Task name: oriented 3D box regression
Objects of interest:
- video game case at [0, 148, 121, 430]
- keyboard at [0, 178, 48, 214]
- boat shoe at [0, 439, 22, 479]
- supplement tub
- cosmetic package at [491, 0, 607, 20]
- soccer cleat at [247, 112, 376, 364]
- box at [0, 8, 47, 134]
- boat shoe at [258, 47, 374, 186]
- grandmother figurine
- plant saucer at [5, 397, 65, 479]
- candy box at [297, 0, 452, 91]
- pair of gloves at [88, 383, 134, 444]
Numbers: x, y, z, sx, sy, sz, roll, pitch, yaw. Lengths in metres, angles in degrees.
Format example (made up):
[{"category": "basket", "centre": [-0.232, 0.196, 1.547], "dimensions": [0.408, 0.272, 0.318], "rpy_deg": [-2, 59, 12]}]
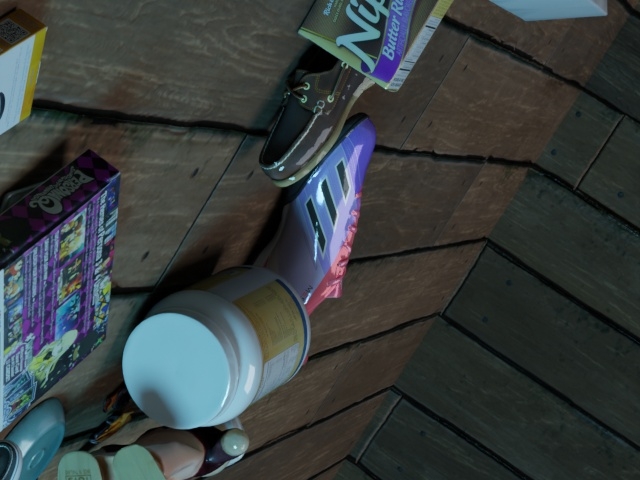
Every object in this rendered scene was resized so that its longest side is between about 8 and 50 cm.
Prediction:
[{"category": "video game case", "centre": [-0.246, 0.065, 1.260], "dimensions": [0.210, 0.042, 0.232], "rpy_deg": [-41, 159, -33]}, {"category": "keyboard", "centre": [-0.265, 0.057, 1.283], "dimensions": [0.072, 0.014, 0.256], "rpy_deg": [-35, 155, -58]}, {"category": "boat shoe", "centre": [-0.322, 0.236, 1.445], "dimensions": [0.142, 0.049, 0.040], "rpy_deg": [-50, 166, -16]}, {"category": "supplement tub", "centre": [-0.109, 0.113, 1.702], "dimensions": [0.144, 0.144, 0.199], "rpy_deg": [-61, 166, 21]}, {"category": "cosmetic package", "centre": [0.198, -0.362, 1.473], "dimensions": [0.377, 0.097, 0.284], "rpy_deg": [-9, 97, -73]}, {"category": "soccer cleat", "centre": [0.000, 0.000, 1.883], "dimensions": [0.318, 0.116, 0.108], "rpy_deg": [-60, 167, 19]}, {"category": "box", "centre": [-0.232, -0.085, 1.024], "dimensions": [0.136, 0.028, 0.081], "rpy_deg": [-40, 160, -44]}, {"category": "boat shoe", "centre": [-0.002, -0.153, 1.630], "dimensions": [0.073, 0.073, 0.207], "rpy_deg": [45, 73, -39]}, {"category": "grandmother figurine", "centre": [-0.168, 0.237, 1.733], "dimensions": [0.342, 0.207, 0.104], "rpy_deg": [-6, 96, -73]}, {"category": "plant saucer", "centre": [-0.285, 0.209, 1.571], "dimensions": [0.119, 0.021, 0.119], "rpy_deg": [-51, 167, -17]}, {"category": "candy box", "centre": [0.073, -0.251, 1.550], "dimensions": [0.187, 0.109, 0.053], "rpy_deg": [-58, 167, 12]}, {"category": "pair of gloves", "centre": [-0.223, 0.186, 1.768], "dimensions": [0.074, 0.010, 0.083], "rpy_deg": [-33, 153, -54]}]
